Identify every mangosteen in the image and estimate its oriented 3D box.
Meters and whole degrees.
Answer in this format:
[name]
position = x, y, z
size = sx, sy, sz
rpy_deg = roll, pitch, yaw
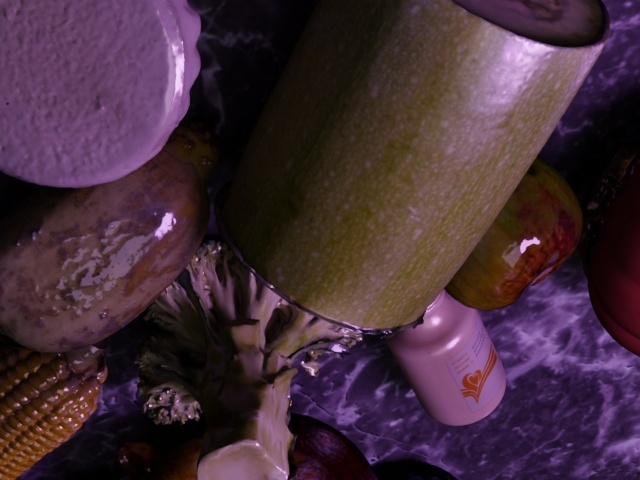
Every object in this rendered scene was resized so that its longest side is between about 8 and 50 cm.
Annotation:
[mangosteen]
position = -0.091, 0.329, 1.960
size = 0.347, 0.307, 0.307
rpy_deg = 43, 110, -11

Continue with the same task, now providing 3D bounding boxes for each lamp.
[lamp]
position = 0.427, -0.002, 1.849
size = 0.303, 0.257, 0.303
rpy_deg = -53, 164, -22

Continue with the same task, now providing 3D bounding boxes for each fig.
[fig]
position = 0.192, -0.021, 1.817
size = 0.181, 0.181, 0.191
rpy_deg = -30, 106, 8

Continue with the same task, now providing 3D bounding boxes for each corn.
[corn]
position = -0.365, 0.209, 1.843
size = 0.347, 0.130, 0.130
rpy_deg = -40, 133, 21

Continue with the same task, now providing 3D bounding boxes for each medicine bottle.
[medicine bottle]
position = 0.135, 0.111, 1.952
size = 0.114, 0.114, 0.252
rpy_deg = -26, 135, 4

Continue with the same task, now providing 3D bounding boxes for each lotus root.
[lotus root]
position = -0.225, -0.009, 1.683
size = 0.309, 0.173, 0.173
rpy_deg = -41, 133, 8

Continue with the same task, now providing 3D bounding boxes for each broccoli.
[broccoli]
position = -0.105, 0.150, 1.731
size = 0.252, 0.361, 0.221
rpy_deg = 6, 117, 15

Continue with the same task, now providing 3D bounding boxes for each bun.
[bun]
position = -0.217, -0.191, 1.511
size = 0.263, 0.175, 0.263
rpy_deg = 6, 113, 14

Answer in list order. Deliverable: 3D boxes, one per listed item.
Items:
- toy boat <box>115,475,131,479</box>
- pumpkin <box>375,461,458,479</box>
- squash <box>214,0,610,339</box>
[toy boat]
position = -0.346, 0.349, 2.026
size = 0.318, 0.072, 0.219
rpy_deg = -12, 153, -40
[pumpkin]
position = 0.111, 0.385, 2.183
size = 0.202, 0.140, 0.202
rpy_deg = -11, 137, -10
[squash]
position = 0.081, -0.115, 1.614
size = 0.263, 0.263, 0.384
rpy_deg = 11, 127, -29
